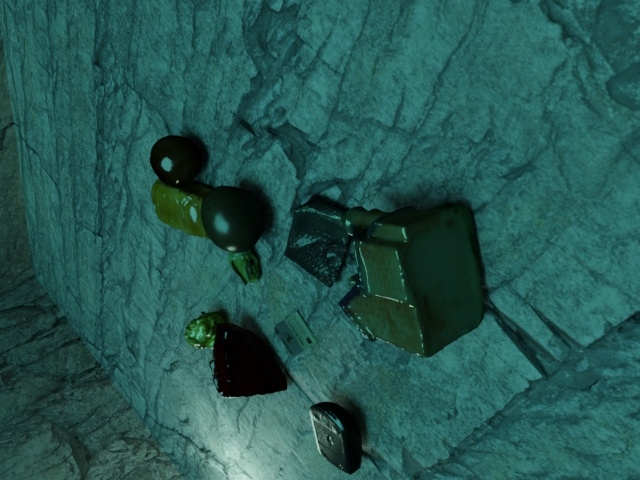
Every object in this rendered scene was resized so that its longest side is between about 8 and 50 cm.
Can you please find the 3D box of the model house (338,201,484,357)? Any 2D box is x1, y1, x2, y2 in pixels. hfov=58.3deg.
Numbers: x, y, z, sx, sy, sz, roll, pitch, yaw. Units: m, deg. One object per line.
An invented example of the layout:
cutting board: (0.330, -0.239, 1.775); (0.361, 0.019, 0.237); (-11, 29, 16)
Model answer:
model house: (0.175, 0.067, 1.295); (0.280, 0.245, 0.313); (11, 120, 54)

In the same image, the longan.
longan: (-0.262, -0.066, 1.733); (0.198, 0.198, 0.213); (-13, 101, 51)

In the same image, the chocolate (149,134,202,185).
chocolate: (-0.460, -0.267, 1.868); (0.176, 0.176, 0.177); (27, 131, 36)

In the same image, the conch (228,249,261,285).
conch: (-0.252, 0.069, 1.894); (0.094, 0.080, 0.201); (-3, 129, 35)

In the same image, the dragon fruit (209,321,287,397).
dragon fruit: (-0.281, 0.448, 2.136); (0.329, 0.227, 0.286); (132, 127, -63)

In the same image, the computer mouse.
computer mouse: (0.059, 0.621, 1.866); (0.170, 0.100, 0.270); (24, 134, 41)

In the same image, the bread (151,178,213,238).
bread: (-0.455, -0.114, 1.964); (0.294, 0.132, 0.167); (25, 123, 39)

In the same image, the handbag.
handbag: (0.000, 0.000, 1.571); (0.175, 0.088, 0.271); (34, 135, 19)

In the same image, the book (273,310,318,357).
book: (-0.085, 0.313, 1.906); (0.127, 0.014, 0.181); (56, 141, 6)

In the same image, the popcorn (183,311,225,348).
popcorn: (-0.437, 0.342, 2.198); (0.173, 0.173, 0.143); (-33, 53, 52)
